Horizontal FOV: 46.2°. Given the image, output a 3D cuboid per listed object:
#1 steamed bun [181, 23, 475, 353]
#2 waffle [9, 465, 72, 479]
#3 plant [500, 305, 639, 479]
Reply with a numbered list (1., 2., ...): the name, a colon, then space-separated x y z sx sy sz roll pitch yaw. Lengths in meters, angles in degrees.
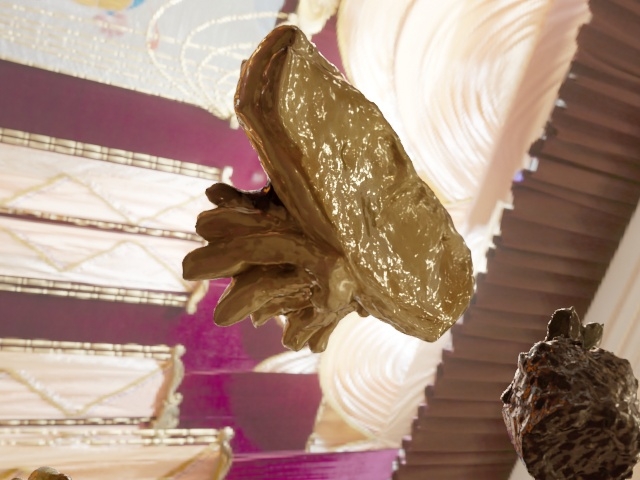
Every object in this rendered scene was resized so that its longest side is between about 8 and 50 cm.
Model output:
1. steamed bun: 0.000 0.000 0.848 0.189 0.428 0.247 -8 -129 39
2. waffle: -0.122 0.246 0.472 0.059 0.238 0.243 -45 -171 -7
3. plant: 0.436 0.272 1.331 0.312 0.213 0.215 -84 -176 -56
